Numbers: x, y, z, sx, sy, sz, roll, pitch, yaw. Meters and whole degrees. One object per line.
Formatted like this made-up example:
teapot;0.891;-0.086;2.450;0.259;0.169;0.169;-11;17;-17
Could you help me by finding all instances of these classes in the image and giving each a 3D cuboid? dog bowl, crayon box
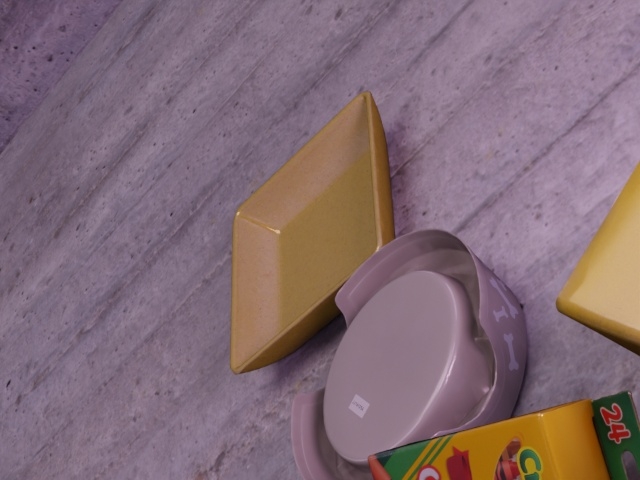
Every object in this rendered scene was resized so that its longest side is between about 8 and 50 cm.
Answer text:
dog bowl;0.108;0.163;1.815;0.349;0.102;0.349;-41;34;35
crayon box;0.195;0.277;1.493;0.318;0.081;0.202;-25;77;48

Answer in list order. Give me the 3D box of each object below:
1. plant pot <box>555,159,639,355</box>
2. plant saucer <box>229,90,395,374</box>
plant pot;0.386;0.042;1.373;0.187;0.212;0.212;36;96;50
plant saucer;0.000;0.000;2.165;0.333;0.081;0.333;-42;34;34
